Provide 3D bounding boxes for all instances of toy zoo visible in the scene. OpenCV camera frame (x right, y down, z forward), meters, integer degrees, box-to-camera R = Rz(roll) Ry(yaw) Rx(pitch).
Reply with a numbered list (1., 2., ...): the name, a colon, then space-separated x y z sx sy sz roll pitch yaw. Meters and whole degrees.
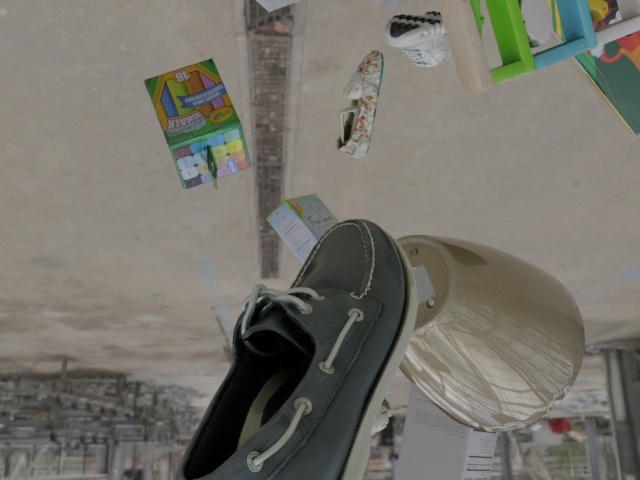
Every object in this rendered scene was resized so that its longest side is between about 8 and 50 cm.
1. toy zoo: 0.230 -0.276 0.689 0.293 0.192 0.030 -25 -167 -25

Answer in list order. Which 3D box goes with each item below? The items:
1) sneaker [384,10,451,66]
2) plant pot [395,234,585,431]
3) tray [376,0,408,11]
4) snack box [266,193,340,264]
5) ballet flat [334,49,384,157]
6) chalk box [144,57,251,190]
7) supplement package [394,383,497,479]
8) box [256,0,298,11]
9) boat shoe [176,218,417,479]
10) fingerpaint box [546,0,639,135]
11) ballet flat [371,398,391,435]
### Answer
1. sneaker: 0.227 -0.431 1.542 0.110 0.118 0.292 22 -153 27
2. plant pot: 0.180 0.102 0.940 0.257 0.256 0.274 -13 151 33
3. tray: 0.226 -0.591 1.476 0.270 0.145 0.030 -40 124 8
4. snack box: 0.000 0.000 1.538 0.070 0.207 0.174 -43 172 21
5. ballet flat: 0.081 -0.288 1.518 0.077 0.091 0.240 -1 118 -18
6. chalk box: -0.281 -0.256 1.693 0.179 0.288 0.180 -21 151 -9
7. supplement package: 0.313 0.514 1.741 0.178 0.292 0.175 5 168 37
8. box: -0.063 -0.500 1.350 0.126 0.072 0.137 -17 -174 9
9. boat shoe: -0.010 0.075 0.516 0.116 0.319 0.099 -23 120 34
10. fingerpaint box: 0.412 -0.425 1.156 0.163 0.444 0.371 -39 110 22
11. ballet flat: 0.085 0.288 1.184 0.068 0.072 0.213 1 178 7
